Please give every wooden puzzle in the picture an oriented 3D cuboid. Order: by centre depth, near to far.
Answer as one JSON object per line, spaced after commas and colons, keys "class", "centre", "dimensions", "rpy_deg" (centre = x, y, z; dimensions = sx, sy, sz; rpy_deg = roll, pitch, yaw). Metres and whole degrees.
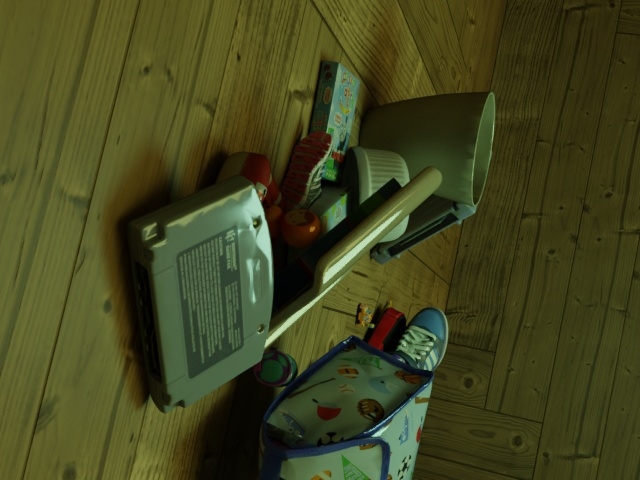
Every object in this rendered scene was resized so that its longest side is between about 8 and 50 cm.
{"class": "wooden puzzle", "centre": [0.014, 0.027, 1.388], "dimensions": [0.322, 0.080, 0.348], "rpy_deg": [-41, 176, -36]}

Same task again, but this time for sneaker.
{"class": "sneaker", "centre": [-0.023, -0.115, 1.515], "dimensions": [0.075, 0.063, 0.170], "rpy_deg": [66, 43, -62]}
{"class": "sneaker", "centre": [0.245, 0.314, 2.315], "dimensions": [0.323, 0.130, 0.236], "rpy_deg": [-63, 159, -8]}

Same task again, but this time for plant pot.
{"class": "plant pot", "centre": [0.236, -0.221, 1.920], "dimensions": [0.256, 0.273, 0.257], "rpy_deg": [9, 90, -73]}

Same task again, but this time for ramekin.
{"class": "ramekin", "centre": [0.113, -0.092, 1.751], "dimensions": [0.207, 0.109, 0.207], "rpy_deg": [179, -90, -81]}

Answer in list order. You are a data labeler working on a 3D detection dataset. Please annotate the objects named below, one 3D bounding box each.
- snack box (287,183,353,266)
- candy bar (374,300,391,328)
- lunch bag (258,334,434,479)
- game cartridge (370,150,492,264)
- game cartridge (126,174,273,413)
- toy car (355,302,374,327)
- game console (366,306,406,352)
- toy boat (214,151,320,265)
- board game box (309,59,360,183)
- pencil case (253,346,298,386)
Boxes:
{"class": "snack box", "centre": [0.000, 0.000, 1.642], "dimensions": [0.207, 0.070, 0.175], "rpy_deg": [-45, 141, -64]}
{"class": "candy bar", "centre": [0.184, 0.226, 2.476], "dimensions": [0.161, 0.018, 0.040], "rpy_deg": [-47, 144, -62]}
{"class": "lunch bag", "centre": [0.021, 0.403, 1.472], "dimensions": [0.385, 0.238, 0.328], "rpy_deg": [-25, 128, -53]}
{"class": "game cartridge", "centre": [0.283, -0.091, 2.158], "dimensions": [0.355, 0.068, 0.230], "rpy_deg": [-33, -159, 47]}
{"class": "game cartridge", "centre": [-0.147, 0.068, 1.107], "dimensions": [0.196, 0.060, 0.294], "rpy_deg": [-25, 130, -34]}
{"class": "toy car", "centre": [0.126, 0.200, 2.232], "dimensions": [0.122, 0.040, 0.060], "rpy_deg": [28, 74, -72]}
{"class": "game console", "centre": [0.155, 0.416, 2.424], "dimensions": [0.342, 0.060, 0.387], "rpy_deg": [-50, 147, -41]}
{"class": "toy boat", "centre": [-0.073, -0.028, 1.245], "dimensions": [0.231, 0.151, 0.151], "rpy_deg": [66, 38, -63]}
{"class": "board game box", "centre": [0.023, -0.223, 1.634], "dimensions": [0.160, 0.039, 0.212], "rpy_deg": [7, 93, -73]}
{"class": "pencil case", "centre": [-0.077, 0.223, 1.475], "dimensions": [0.152, 0.070, 0.065], "rpy_deg": [76, 31, -79]}
